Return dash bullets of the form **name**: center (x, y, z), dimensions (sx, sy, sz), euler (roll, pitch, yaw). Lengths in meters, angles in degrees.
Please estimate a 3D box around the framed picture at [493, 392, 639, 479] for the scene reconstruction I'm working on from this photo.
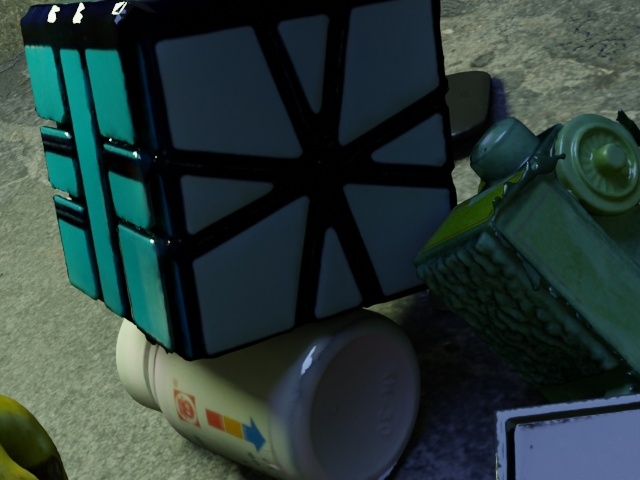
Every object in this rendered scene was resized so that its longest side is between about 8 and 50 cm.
- **framed picture**: center (0.217, 0.232, 0.686), dimensions (0.213, 0.016, 0.289), euler (-12, 52, 23)

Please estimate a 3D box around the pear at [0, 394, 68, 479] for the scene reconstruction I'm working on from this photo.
- **pear**: center (-0.377, 0.296, 0.815), dimensions (0.418, 0.362, 0.362), euler (-42, 32, -6)

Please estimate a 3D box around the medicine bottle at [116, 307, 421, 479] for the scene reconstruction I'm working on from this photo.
- **medicine bottle**: center (-0.061, 0.127, 0.999), dimensions (0.293, 0.170, 0.170), euler (9, 46, 44)

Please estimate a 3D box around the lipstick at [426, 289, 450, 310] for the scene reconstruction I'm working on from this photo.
- **lipstick**: center (0.131, 0.019, 1.140), dimensions (0.040, 0.040, 0.141), euler (-19, 32, 13)

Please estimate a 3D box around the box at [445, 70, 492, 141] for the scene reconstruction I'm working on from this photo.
- **box**: center (0.130, -0.166, 1.398), dimensions (0.201, 0.042, 0.212), euler (-9, 28, 13)

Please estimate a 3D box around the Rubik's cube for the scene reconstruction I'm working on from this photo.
- **Rubik's cube**: center (-0.072, -0.087, 0.931), dimensions (0.293, 0.289, 0.283), euler (-18, 20, -29)

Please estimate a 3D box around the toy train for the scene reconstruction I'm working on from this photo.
- **toy train**: center (0.214, 0.025, 0.854), dimensions (0.188, 0.271, 0.159), euler (-50, 8, -28)
